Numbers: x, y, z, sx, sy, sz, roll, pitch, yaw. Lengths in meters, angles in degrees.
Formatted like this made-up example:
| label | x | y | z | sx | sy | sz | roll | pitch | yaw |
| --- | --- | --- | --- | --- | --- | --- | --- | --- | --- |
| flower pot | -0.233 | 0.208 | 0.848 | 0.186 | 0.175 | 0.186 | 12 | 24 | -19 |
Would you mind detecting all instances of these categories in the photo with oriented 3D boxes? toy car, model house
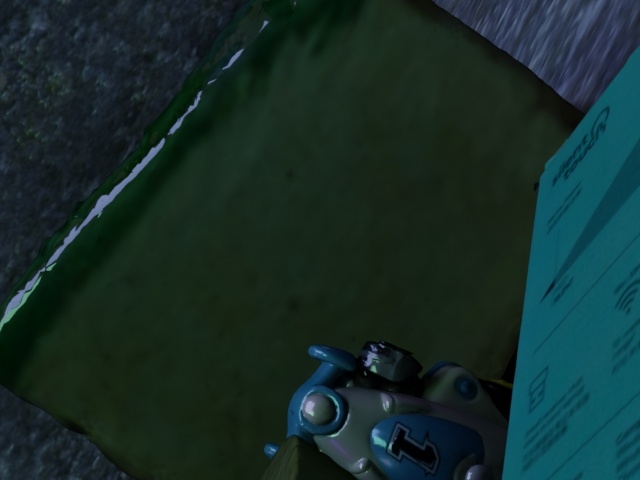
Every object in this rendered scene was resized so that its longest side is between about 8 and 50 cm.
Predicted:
| label | x | y | z | sx | sy | sz | roll | pitch | yaw |
| --- | --- | --- | --- | --- | --- | --- | --- | --- | --- |
| toy car | 0.063 | 0.121 | 0.663 | 0.126 | 0.161 | 0.098 | -64 | 17 | -13 |
| model house | 0.000 | 0.000 | 0.902 | 0.382 | 0.334 | 0.342 | -53 | 10 | 7 |

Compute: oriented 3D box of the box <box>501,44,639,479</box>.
| label | x | y | z | sx | sy | sz | roll | pitch | yaw |
| --- | --- | --- | --- | --- | --- | --- | --- | --- | --- |
| box | 0.162 | 0.024 | 0.401 | 0.205 | 0.118 | 0.311 | -55 | 11 | 40 |

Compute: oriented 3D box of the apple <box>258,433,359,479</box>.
| label | x | y | z | sx | sy | sz | roll | pitch | yaw |
| --- | --- | --- | --- | --- | --- | --- | --- | --- | --- |
| apple | -0.054 | 0.264 | 0.486 | 0.320 | 0.312 | 0.360 | -12 | 27 | 25 |
